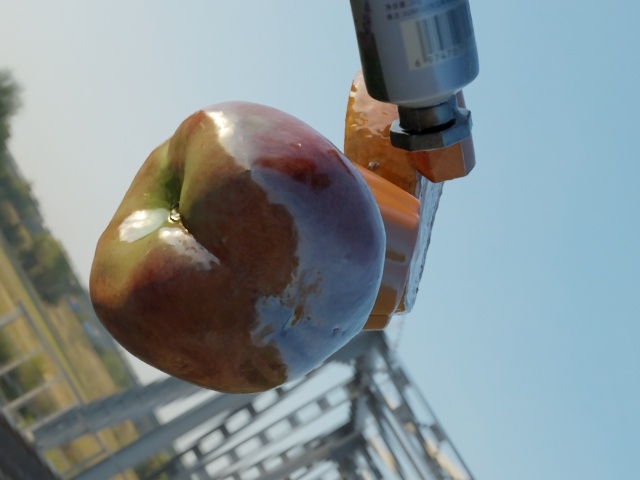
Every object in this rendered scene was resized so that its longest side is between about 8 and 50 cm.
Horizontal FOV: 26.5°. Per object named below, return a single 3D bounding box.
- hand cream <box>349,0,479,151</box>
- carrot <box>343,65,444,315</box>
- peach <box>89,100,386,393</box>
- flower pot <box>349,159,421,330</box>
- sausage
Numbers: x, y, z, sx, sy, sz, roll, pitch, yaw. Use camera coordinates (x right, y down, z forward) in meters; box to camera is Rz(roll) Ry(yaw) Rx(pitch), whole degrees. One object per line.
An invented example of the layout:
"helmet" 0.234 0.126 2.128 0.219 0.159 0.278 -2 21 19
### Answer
"hand cream" 0.033 -0.165 0.606 0.055 0.088 0.256 12 -58 42
"carrot" 0.089 -0.053 1.506 0.258 0.100 0.307 -68 159 -50
"peach" -0.033 0.008 0.716 0.152 0.152 0.152 57 -12 18
"flower pot" 0.000 0.000 1.308 0.190 0.173 0.191 -165 -90 -86
"sausage" 0.105 -0.139 1.298 0.065 0.065 0.169 46 -22 51
